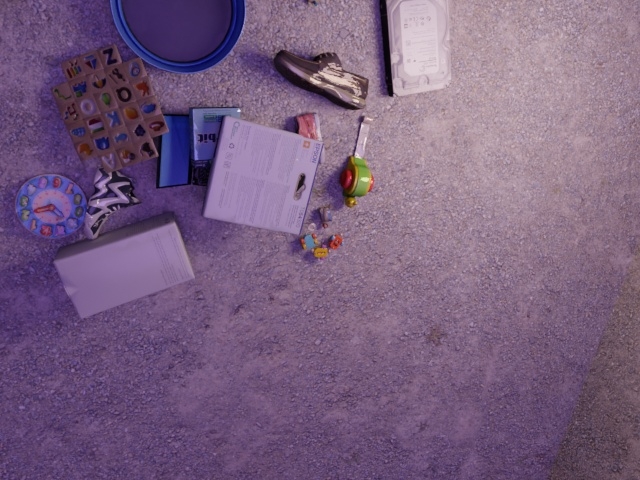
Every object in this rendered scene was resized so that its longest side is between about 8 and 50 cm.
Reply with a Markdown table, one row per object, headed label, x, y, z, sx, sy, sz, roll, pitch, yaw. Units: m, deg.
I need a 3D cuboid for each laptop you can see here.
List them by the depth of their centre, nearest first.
| label | x | y | z | sx | sy | sz | roll | pitch | yaw |
| --- | --- | --- | --- | --- | --- | --- | --- | --- | --- |
| laptop | -0.374 | -0.276 | 1.740 | 0.264 | 0.136 | 0.234 | 6 | 107 | -8 |

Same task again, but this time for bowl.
| label | x | y | z | sx | sy | sz | roll | pitch | yaw |
| --- | --- | --- | --- | --- | --- | --- | --- | --- | --- |
| bowl | -0.420 | -0.700 | 1.618 | 0.391 | 0.077 | 0.391 | -6 | 110 | -16 |

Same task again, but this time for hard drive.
| label | x | y | z | sx | sy | sz | roll | pitch | yaw |
| --- | --- | --- | --- | --- | --- | --- | --- | --- | --- |
| hard drive | 0.334 | -0.687 | 1.885 | 0.237 | 0.064 | 0.339 | -12 | 112 | -14 |

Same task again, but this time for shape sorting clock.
| label | x | y | z | sx | sy | sz | roll | pitch | yaw |
| --- | --- | --- | --- | --- | --- | --- | --- | --- | --- |
| shape sorting clock | -0.838 | -0.105 | 1.698 | 0.206 | 0.040 | 0.206 | -6 | 110 | -17 |

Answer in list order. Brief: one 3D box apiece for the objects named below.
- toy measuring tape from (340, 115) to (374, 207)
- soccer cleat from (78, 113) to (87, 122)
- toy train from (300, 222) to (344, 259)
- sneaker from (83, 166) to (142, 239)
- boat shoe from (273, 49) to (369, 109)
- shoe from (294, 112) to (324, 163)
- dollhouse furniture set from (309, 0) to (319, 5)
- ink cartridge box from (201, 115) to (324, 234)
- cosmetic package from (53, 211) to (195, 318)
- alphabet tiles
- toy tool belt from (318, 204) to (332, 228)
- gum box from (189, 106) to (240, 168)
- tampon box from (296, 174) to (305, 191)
| label | x | y | z | sx | sy | sz | roll | pitch | yaw |
| --- | --- | --- | --- | --- | --- | --- | --- | --- | --- |
| toy measuring tape | 0.147 | -0.272 | 1.934 | 0.121 | 0.121 | 0.330 | 8 | 105 | -21 |
| soccer cleat | -0.653 | -0.358 | 1.670 | 0.179 | 0.060 | 0.072 | -3 | 118 | -11 |
| toy train | 0.000 | 0.000 | 2.017 | 0.166 | 0.046 | 0.125 | 27 | 96 | -28 |
| sneaker | -0.652 | -0.105 | 1.727 | 0.153 | 0.094 | 0.235 | 14 | 90 | -15 |
| boat shoe | 0.010 | -0.552 | 1.799 | 0.355 | 0.132 | 0.130 | 19 | 91 | -32 |
| shoe | -0.039 | -0.347 | 1.876 | 0.081 | 0.063 | 0.178 | -13 | 106 | -13 |
| dollhouse furniture set | -0.069 | -0.878 | 1.684 | 0.286 | 0.198 | 0.303 | -33 | 149 | 17 |
| ink cartridge box | -0.187 | -0.202 | 1.743 | 0.330 | 0.071 | 0.324 | 11 | 102 | -21 |
| cosmetic package | -0.629 | 0.075 | 1.769 | 0.385 | 0.156 | 0.217 | -17 | 112 | -11 |
| alphabet tiles | -0.625 | -0.387 | 1.618 | 0.285 | 0.011 | 0.343 | -19 | 101 | 2 |
| toy tool belt | 0.027 | -0.087 | 1.991 | 0.051 | 0.052 | 0.083 | -17 | 113 | -3 |
| gum box | -0.331 | -0.326 | 1.715 | 0.157 | 0.041 | 0.184 | -10 | 112 | -30 |
| tampon box | -0.136 | -0.201 | 1.857 | 0.161 | 0.120 | 0.101 | -46 | 114 | 1 |
